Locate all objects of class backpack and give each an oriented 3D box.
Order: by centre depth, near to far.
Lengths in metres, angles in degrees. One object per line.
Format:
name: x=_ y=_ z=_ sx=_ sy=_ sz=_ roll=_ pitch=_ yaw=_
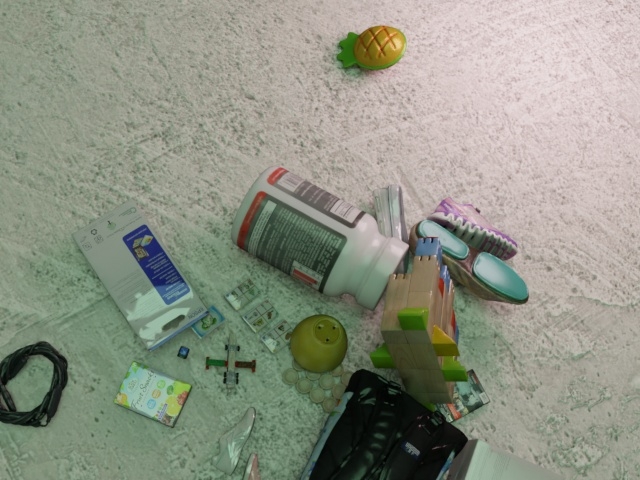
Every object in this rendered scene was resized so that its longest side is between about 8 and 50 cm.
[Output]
backpack: x=0.093 y=0.503 z=1.572 sx=0.290 sy=0.273 sz=0.355 roll=32 pitch=50 yaw=1

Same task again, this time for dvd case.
dvd case: x=0.322 y=0.361 z=1.750 sx=0.119 sy=0.013 sz=0.087 roll=-25 pitch=77 yaw=-12

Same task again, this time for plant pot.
plant pot: x=0.005 y=0.219 z=1.701 sx=0.134 sy=0.095 sz=0.134 roll=5 pitch=63 yaw=-10

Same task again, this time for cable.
cable: x=-0.632 y=0.308 z=1.640 sx=0.151 sy=0.047 sz=0.184 roll=10 pitch=74 yaw=2

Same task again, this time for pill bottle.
pill bottle: x=0.000 y=0.000 z=1.709 sx=0.363 sy=0.210 sz=0.210 roll=29 pitch=72 yaw=7

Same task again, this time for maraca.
maraca: x=0.132 y=-0.497 z=1.955 sx=0.186 sy=0.099 sz=0.127 roll=1 pitch=68 yaw=21

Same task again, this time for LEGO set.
LEGO set: x=-0.201 y=0.225 z=1.722 sx=0.244 sy=0.060 sz=0.182 roll=-37 pitch=80 yaw=-28

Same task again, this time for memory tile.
memory tile: x=-0.001 y=0.312 z=1.727 sx=0.148 sy=0.012 sz=0.113 roll=35 pitch=72 yaw=5

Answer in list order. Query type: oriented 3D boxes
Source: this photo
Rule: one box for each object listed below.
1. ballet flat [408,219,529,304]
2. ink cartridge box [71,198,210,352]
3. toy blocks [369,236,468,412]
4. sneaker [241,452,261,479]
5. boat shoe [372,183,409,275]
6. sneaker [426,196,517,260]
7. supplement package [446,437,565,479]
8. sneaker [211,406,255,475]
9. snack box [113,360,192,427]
ballet flat: x=0.345 y=0.065 z=1.797 sx=0.316 sy=0.106 sz=0.107 roll=36 pitch=51 yaw=8
ink cartridge box: x=-0.408 y=0.082 z=1.723 sx=0.165 sy=0.065 sz=0.332 roll=-32 pitch=78 yaw=-15
toy blocks: x=0.230 y=0.171 z=1.656 sx=0.191 sy=0.381 sz=0.260 roll=-3 pitch=48 yaw=21
sneaker: x=-0.136 y=0.529 z=1.624 sx=0.070 sy=0.051 sz=0.134 roll=13 pitch=75 yaw=-4
boat shoe: x=0.167 y=-0.022 z=1.828 sx=0.076 sy=0.083 sz=0.226 roll=-8 pitch=72 yaw=20
sneaker: x=0.376 y=-0.034 z=1.845 sx=0.236 sy=0.095 sz=0.104 roll=24 pitch=53 yaw=-3
supplement package: x=0.378 y=0.558 z=1.622 sx=0.203 sy=0.149 sz=0.194 roll=24 pitch=71 yaw=1
sneaker: x=-0.187 y=0.430 z=1.646 sx=0.061 sy=0.053 sz=0.152 roll=24 pitch=72 yaw=4
snack box: x=-0.367 y=0.338 z=1.661 sx=0.141 sy=0.037 sz=0.100 roll=23 pitch=71 yaw=1
